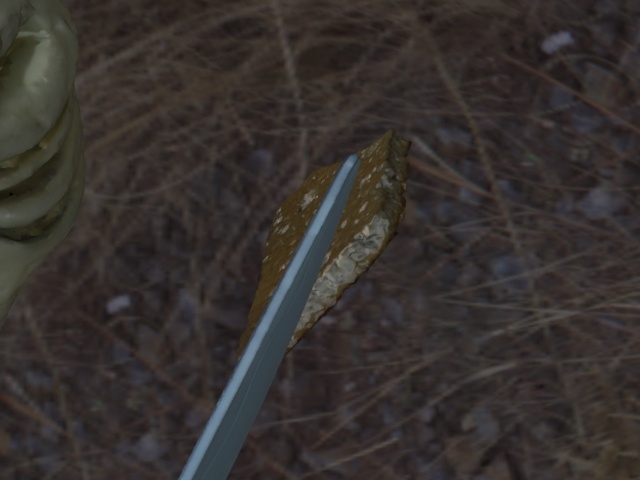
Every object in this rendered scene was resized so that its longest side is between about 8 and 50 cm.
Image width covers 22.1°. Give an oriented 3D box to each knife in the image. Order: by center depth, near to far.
[{"bbox_3d":[-0.040,0.084,0.529,0.035,0.063,0.260,21,62,15],"label":"knife"}]

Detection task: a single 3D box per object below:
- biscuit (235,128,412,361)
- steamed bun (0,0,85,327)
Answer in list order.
[{"bbox_3d":[0.008,-0.009,1.005,0.026,0.237,0.131,41,110,-11],"label":"biscuit"},{"bbox_3d":[-0.237,-0.073,0.725,0.203,0.289,0.276,-48,32,14],"label":"steamed bun"}]
